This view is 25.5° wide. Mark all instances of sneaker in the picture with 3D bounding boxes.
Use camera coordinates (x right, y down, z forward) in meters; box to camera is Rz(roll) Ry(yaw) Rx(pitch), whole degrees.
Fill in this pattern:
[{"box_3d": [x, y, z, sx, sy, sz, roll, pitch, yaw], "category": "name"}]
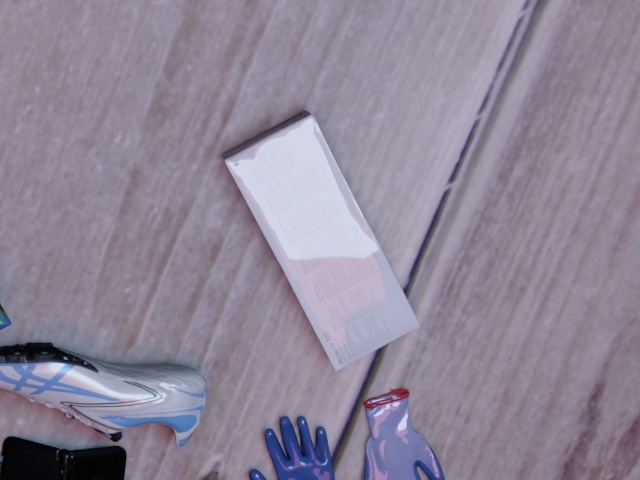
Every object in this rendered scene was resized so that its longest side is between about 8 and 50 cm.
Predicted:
[{"box_3d": [-0.231, 0.151, 1.385, 0.237, 0.085, 0.086, 11, 94, -8], "category": "sneaker"}]

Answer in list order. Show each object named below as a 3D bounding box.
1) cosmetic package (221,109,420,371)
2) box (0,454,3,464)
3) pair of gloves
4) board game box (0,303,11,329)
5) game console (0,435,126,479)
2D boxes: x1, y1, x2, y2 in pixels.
[{"box_3d": [0.000, 0.000, 1.399, 0.098, 0.060, 0.239, -28, 103, -4], "category": "cosmetic package"}, {"box_3d": [-0.401, 0.209, 1.385, 0.169, 0.054, 0.059, 28, 104, -12], "category": "box"}, {"box_3d": [0.028, 0.244, 1.470, 0.198, 0.023, 0.159, -14, 101, -6], "category": "pair of gloves"}, {"box_3d": [-0.412, 0.023, 1.331, 0.160, 0.039, 0.212, -29, 85, -2], "category": "board game box"}, {"box_3d": [-0.264, 0.261, 1.439, 0.107, 0.071, 0.122, 0, 103, -38], "category": "game console"}]
